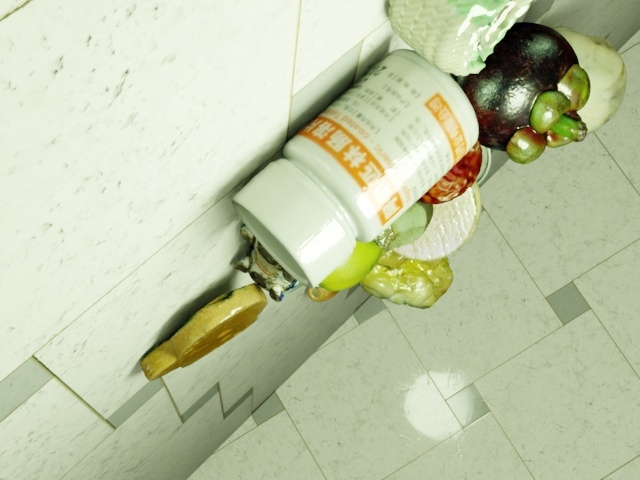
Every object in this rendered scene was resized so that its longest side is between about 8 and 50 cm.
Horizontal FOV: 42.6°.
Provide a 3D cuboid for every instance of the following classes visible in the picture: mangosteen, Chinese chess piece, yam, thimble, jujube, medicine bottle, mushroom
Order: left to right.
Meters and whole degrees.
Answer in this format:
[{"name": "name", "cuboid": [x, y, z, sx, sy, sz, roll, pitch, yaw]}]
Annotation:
[{"name": "medicine bottle", "cuboid": [0.056, -0.115, 1.307, 0.371, 0.211, 0.211, -43, 169, -11]}, {"name": "yam", "cuboid": [0.183, -0.046, 1.783, 0.106, 0.106, 0.259, -49, 176, 20]}, {"name": "Chinese chess piece", "cuboid": [0.245, -0.085, 1.948, 0.270, 0.270, 0.112, -49, -178, 21]}, {"name": "jujube", "cuboid": [0.226, -0.177, 1.723, 0.197, 0.197, 0.290, -49, 149, 20]}, {"name": "thimble", "cuboid": [0.208, -0.347, 1.187, 0.219, 0.150, 0.219, -44, 168, -12]}, {"name": "mangosteen", "cuboid": [0.441, -0.319, 1.782, 0.300, 0.300, 0.300, -43, 169, -11]}, {"name": "mushroom", "cuboid": [0.626, -0.433, 2.145, 0.314, 0.314, 0.336, -54, -169, 39]}]

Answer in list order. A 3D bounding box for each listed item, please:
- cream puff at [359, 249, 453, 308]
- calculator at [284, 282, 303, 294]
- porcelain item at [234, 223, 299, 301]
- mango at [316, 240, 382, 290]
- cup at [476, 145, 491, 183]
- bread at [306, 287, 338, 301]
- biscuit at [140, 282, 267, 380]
[{"name": "cream puff", "cuboid": [0.220, 0.019, 2.203, 0.291, 0.324, 0.257, -109, -141, -64]}, {"name": "calculator", "cuboid": [-0.024, 0.062, 2.079, 0.141, 0.045, 0.246, -51, 167, 28]}, {"name": "porcelain item", "cuboid": [-0.051, -0.003, 1.530, 0.186, 0.138, 0.288, -45, 171, -23]}, {"name": "mango", "cuboid": [0.053, -0.001, 1.784, 0.149, 0.185, 0.273, -25, -173, 46]}, {"name": "cup", "cuboid": [0.307, -0.167, 2.095, 0.241, 0.185, 0.226, -60, 177, -8]}, {"name": "bread", "cuboid": [0.058, 0.104, 2.462, 0.239, 0.074, 0.093, -36, 161, -41]}, {"name": "biscuit", "cuboid": [-0.239, 0.186, 1.672, 0.287, 0.057, 0.344, -33, 171, -15]}]
